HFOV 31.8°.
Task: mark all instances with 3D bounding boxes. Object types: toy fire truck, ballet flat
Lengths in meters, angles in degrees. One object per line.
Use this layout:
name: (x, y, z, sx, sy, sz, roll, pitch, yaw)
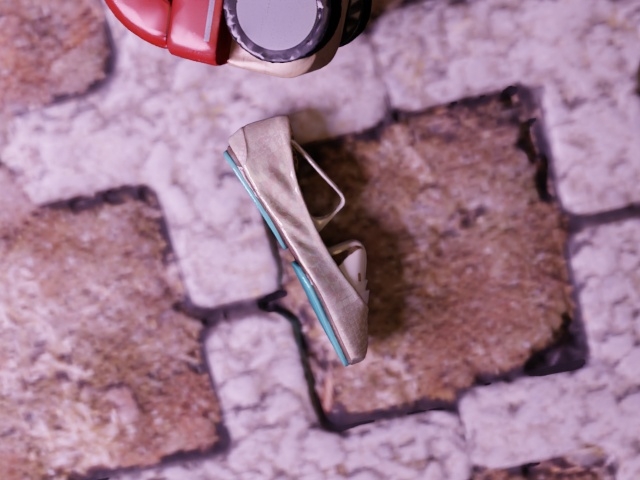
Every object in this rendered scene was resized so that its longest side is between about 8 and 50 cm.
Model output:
toy fire truck: (-0.091, -0.214, 0.598, 0.246, 0.158, 0.217, 14, 106, 10)
ballet flat: (0.000, 0.000, 0.693, 0.052, 0.057, 0.168, -29, 103, 0)
